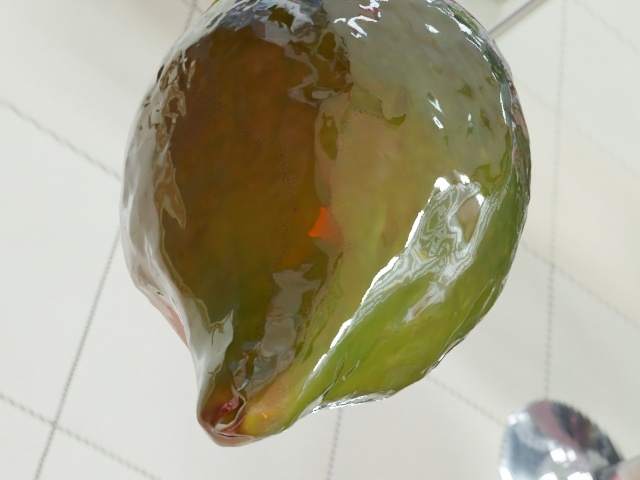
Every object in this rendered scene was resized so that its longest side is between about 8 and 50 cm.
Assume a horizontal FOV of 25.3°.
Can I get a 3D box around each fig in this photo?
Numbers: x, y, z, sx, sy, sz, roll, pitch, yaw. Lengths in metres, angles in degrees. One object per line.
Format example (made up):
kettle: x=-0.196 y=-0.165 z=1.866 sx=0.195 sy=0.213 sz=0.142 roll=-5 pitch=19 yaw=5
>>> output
fig: x=0.000 y=0.000 z=0.637 sx=0.206 sy=0.206 sz=0.275 roll=40 pitch=25 yaw=-17
